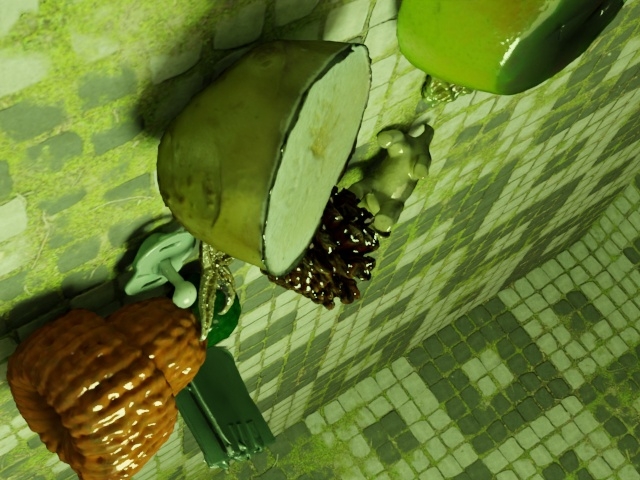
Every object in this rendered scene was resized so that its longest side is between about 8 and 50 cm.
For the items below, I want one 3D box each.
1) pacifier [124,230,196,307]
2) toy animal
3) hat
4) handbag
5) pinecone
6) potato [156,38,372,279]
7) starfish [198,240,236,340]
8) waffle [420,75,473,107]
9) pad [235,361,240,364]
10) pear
[{"bbox_3d":[-0.224,0.050,1.296,0.126,0.116,0.150,-24,157,-49],"label":"pacifier"},{"bbox_3d":[0.120,-0.100,1.562,0.233,0.121,0.168,-58,170,28],"label":"toy animal"},{"bbox_3d":[-0.264,0.195,1.359,0.400,0.285,0.285,-30,161,-29],"label":"hat"},{"bbox_3d":[-0.214,0.351,1.821,0.079,0.260,0.247,-35,163,12],"label":"handbag"},{"bbox_3d":[0.000,0.000,1.456,0.221,0.221,0.221,-32,161,-12],"label":"pinecone"},{"bbox_3d":[-0.079,-0.129,1.045,0.300,0.196,0.246,-65,164,-4],"label":"potato"},{"bbox_3d":[-0.162,0.036,1.324,0.213,0.057,0.238,78,27,-55],"label":"starfish"},{"bbox_3d":[0.245,-0.295,1.422,0.169,0.036,0.183,-27,159,-27],"label":"waffle"},{"bbox_3d":[-0.299,0.346,2.057,0.156,0.004,0.232,-44,160,20],"label":"pad"},{"bbox_3d":[0.298,-0.341,1.151,0.399,0.165,0.399,-32,157,-16],"label":"pear"}]
